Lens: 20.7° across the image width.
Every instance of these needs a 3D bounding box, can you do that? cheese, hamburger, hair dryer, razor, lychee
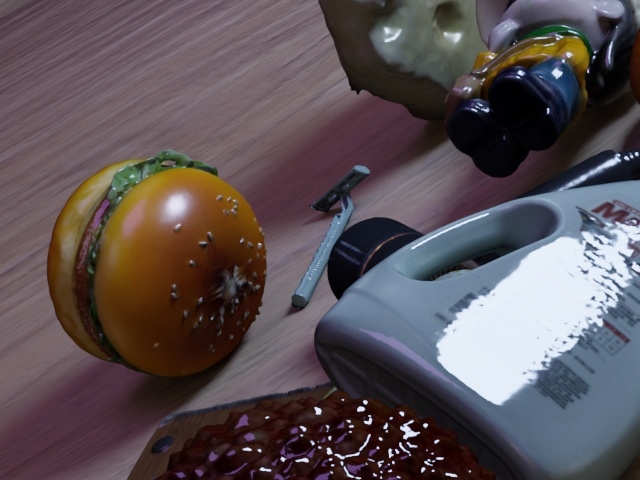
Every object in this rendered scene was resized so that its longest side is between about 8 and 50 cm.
[{"bbox_3d":[0.120,-0.292,2.040,0.115,0.326,0.318,0,25,38],"label":"cheese"},{"bbox_3d":[-0.156,0.027,1.839,0.170,0.246,0.246,12,46,41],"label":"hamburger"},{"bbox_3d":[0.187,-0.014,1.731,0.352,0.107,0.189,-27,21,-14],"label":"hair dryer"},{"bbox_3d":[0.006,0.005,1.954,0.084,0.036,0.211,-42,19,39],"label":"razor"},{"bbox_3d":[-0.004,0.238,1.226,0.300,0.264,0.264,-26,23,-14],"label":"lychee"}]

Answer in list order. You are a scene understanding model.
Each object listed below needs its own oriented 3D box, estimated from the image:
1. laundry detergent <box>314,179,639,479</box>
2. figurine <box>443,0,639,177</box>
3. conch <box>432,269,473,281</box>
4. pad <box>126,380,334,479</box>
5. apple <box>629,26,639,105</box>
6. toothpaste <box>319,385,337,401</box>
[{"bbox_3d":[0.212,0.046,1.451,0.264,0.124,0.398,36,54,26],"label":"laundry detergent"},{"bbox_3d":[0.249,-0.178,1.848,0.185,0.204,0.332,-35,27,38],"label":"figurine"},{"bbox_3d":[0.143,0.096,1.537,0.135,0.102,0.153,-5,53,9],"label":"conch"},{"bbox_3d":[-0.087,0.238,1.620,0.284,0.018,0.286,-14,30,30],"label":"pad"},{"bbox_3d":[0.405,-0.195,1.769,0.195,0.160,0.173,-19,4,9],"label":"apple"},{"bbox_3d":[-0.018,0.190,1.568,0.067,0.037,0.255,14,53,48],"label":"toothpaste"}]
